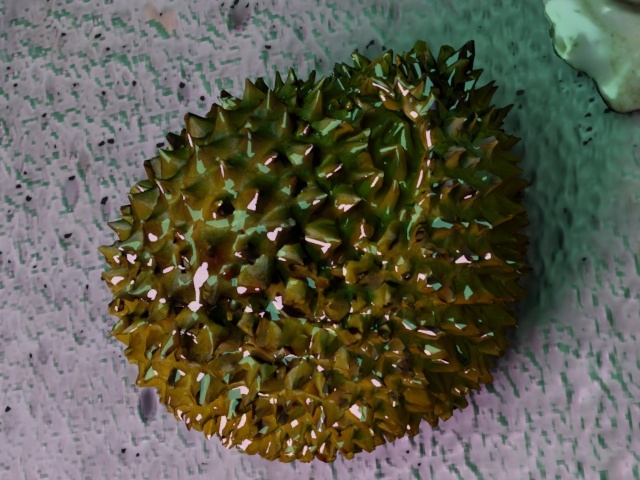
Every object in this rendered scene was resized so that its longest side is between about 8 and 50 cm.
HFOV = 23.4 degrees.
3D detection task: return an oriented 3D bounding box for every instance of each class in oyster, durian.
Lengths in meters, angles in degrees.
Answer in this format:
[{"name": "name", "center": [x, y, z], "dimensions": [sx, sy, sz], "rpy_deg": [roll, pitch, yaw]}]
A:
[{"name": "oyster", "center": [0.227, -0.197, 1.000], "dimensions": [0.214, 0.083, 0.223], "rpy_deg": [48, 117, 35]}, {"name": "durian", "center": [0.003, 0.010, 0.975], "dimensions": [0.293, 0.258, 0.258], "rpy_deg": [-26, 67, 6]}]
